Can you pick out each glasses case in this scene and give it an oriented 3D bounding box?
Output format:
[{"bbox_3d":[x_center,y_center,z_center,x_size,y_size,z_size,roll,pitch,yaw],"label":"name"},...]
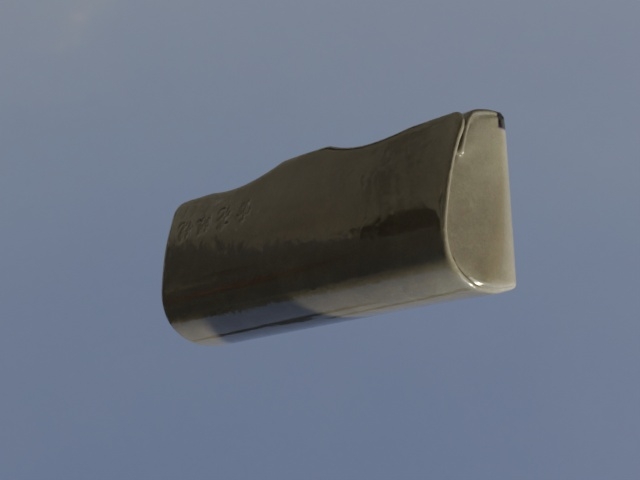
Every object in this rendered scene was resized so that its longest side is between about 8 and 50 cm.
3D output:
[{"bbox_3d":[0.001,-0.001,0.557,0.042,0.072,0.190,11,163,-39],"label":"glasses case"}]
